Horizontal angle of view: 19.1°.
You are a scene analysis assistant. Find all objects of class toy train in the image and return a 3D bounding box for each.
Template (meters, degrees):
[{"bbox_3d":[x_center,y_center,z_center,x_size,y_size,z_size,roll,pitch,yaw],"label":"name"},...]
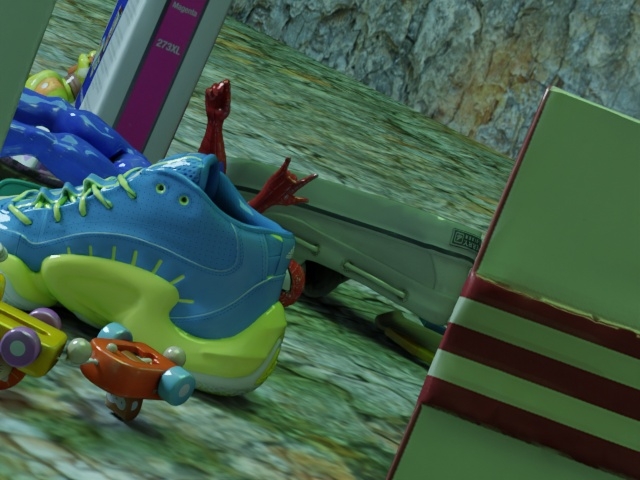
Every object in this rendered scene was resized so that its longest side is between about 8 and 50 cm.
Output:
[{"bbox_3d":[-0.151,0.048,0.968,0.166,0.046,0.125,31,11,26],"label":"toy train"}]

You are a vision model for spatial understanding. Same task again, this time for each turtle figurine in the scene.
[{"bbox_3d":[-0.272,-0.131,1.551,0.217,0.087,0.269,19,15,31],"label":"turtle figurine"}]

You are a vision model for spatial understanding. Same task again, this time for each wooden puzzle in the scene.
[{"bbox_3d":[0.078,0.076,1.428,0.078,0.014,0.116,31,12,22],"label":"wooden puzzle"}]

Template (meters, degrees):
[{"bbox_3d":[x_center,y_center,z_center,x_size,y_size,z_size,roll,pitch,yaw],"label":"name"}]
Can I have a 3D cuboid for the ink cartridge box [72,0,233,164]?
[{"bbox_3d":[-0.102,-0.178,1.337,0.069,0.371,0.176,20,11,-13],"label":"ink cartridge box"}]

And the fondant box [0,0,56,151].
[{"bbox_3d":[-0.198,-0.034,0.711,0.096,0.238,0.330,18,10,-21],"label":"fondant box"}]

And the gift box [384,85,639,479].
[{"bbox_3d":[0.171,0.099,0.815,0.258,0.255,0.276,22,3,6],"label":"gift box"}]

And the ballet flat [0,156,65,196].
[{"bbox_3d":[-0.219,-0.030,1.188,0.221,0.077,0.079,24,-11,-22],"label":"ballet flat"}]

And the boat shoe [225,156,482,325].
[{"bbox_3d":[0.000,0.000,1.450,0.267,0.088,0.096,17,-1,32],"label":"boat shoe"}]

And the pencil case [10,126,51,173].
[{"bbox_3d":[-0.272,-0.077,1.276,0.206,0.086,0.088,21,37,-2],"label":"pencil case"}]

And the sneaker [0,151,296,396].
[{"bbox_3d":[-0.120,-0.009,1.096,0.240,0.126,0.091,24,9,5],"label":"sneaker"}]

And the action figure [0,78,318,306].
[{"bbox_3d":[-0.106,-0.066,1.147,0.280,0.139,0.091,37,28,-12],"label":"action figure"}]
